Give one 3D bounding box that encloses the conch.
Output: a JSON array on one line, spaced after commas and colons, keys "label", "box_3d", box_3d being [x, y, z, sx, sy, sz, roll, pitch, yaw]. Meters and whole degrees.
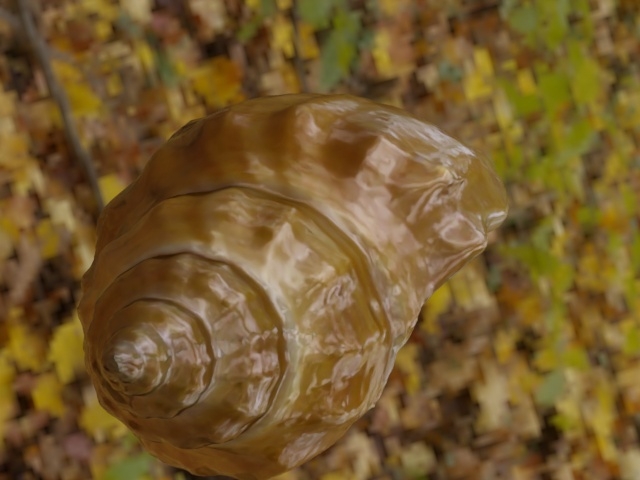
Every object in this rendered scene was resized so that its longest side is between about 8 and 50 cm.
[{"label": "conch", "box_3d": [-0.004, -0.003, 0.591, 0.093, 0.109, 0.330, 38, 18, 2]}]
